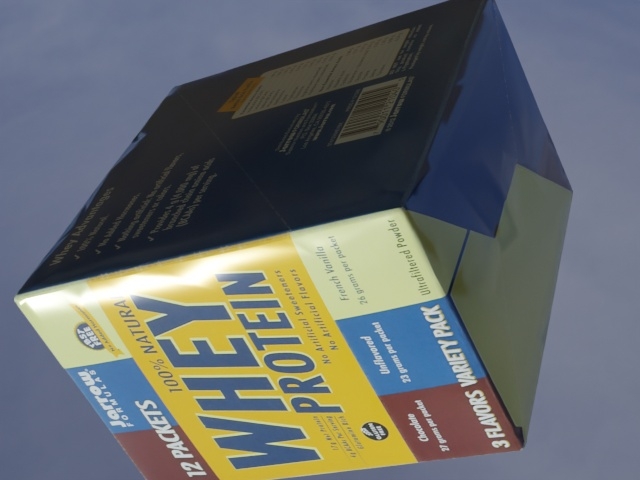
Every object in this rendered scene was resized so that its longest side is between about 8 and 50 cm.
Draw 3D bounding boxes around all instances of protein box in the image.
[{"bbox_3d":[0.000,0.000,0.578,0.201,0.136,0.200,-13,-149,28],"label":"protein box"}]
